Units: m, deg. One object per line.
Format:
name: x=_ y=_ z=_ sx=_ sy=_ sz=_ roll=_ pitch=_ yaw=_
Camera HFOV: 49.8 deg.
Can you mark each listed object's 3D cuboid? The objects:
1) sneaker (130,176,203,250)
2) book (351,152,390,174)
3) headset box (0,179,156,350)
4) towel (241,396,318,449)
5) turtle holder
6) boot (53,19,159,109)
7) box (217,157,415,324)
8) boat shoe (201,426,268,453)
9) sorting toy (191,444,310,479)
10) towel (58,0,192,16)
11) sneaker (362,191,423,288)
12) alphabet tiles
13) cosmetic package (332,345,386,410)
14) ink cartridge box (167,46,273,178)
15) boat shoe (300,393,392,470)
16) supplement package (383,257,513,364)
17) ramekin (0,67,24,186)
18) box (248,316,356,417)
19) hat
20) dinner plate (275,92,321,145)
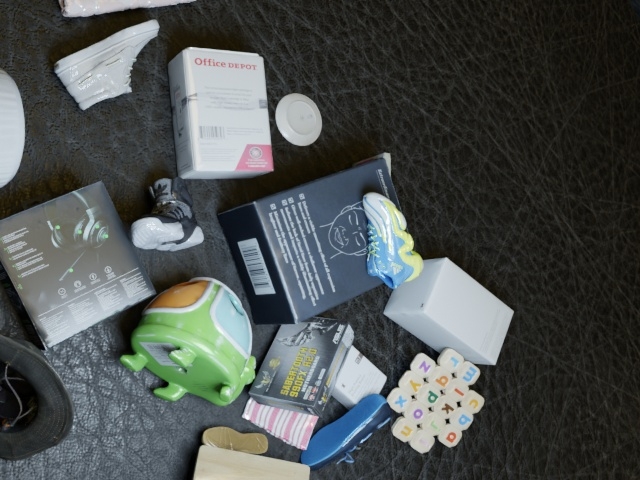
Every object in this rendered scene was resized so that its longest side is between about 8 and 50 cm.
sneaker: x=-0.343 y=-0.063 z=1.486 sx=0.101 sy=0.268 sz=0.153 roll=-17 pitch=82 yaw=9
book: x=0.133 y=-0.172 z=1.834 sx=0.035 sy=0.144 sz=0.096 roll=5 pitch=82 yaw=-32
headset box: x=-0.518 y=0.040 z=1.399 sx=0.246 sy=0.131 sz=0.283 roll=-30 pitch=100 yaw=-31
towel: x=-0.084 y=0.410 z=1.692 sx=0.197 sy=0.029 sz=0.144 roll=36 pitch=66 yaw=-24
turtle holder: x=-0.242 y=0.225 z=1.492 sx=0.320 sy=0.243 sz=0.227 roll=34 pitch=51 yaw=-19
boot: x=-0.449 y=-0.387 z=1.531 sx=0.258 sy=0.095 sz=0.123 roll=-35 pitch=109 yaw=-22
box: x=0.000 y=0.000 z=1.688 sx=0.396 sy=0.212 sz=0.293 roll=-21 pitch=95 yaw=-32
boat shoe: x=-0.205 y=0.470 z=1.589 sx=0.170 sy=0.059 sz=0.063 roll=20 pitch=52 yaw=-32
sorting toy: x=-0.172 y=0.604 z=1.502 sx=0.257 sy=0.089 sz=0.255 roll=16 pitch=60 yaw=-15
towel: x=-0.473 y=-0.677 z=1.564 sx=0.332 sy=0.053 sz=0.316 roll=-22 pitch=95 yaw=-33
sneaker: x=0.148 y=0.009 z=1.603 sx=0.126 sy=0.091 sz=0.240 roll=-42 pitch=108 yaw=-28
alphabet tiles: x=0.317 y=0.441 z=1.898 sx=0.278 sy=0.021 sz=0.284 roll=37 pitch=85 yaw=-23
cosmetic package: x=0.049 y=0.326 z=1.755 sx=0.231 sy=0.085 sz=0.117 roll=44 pitch=63 yaw=-22
ink cartridge box: x=-0.235 y=-0.293 z=1.629 sx=0.207 sy=0.117 sz=0.282 roll=-4 pitch=87 yaw=-33
boat shoe: x=0.073 y=0.491 z=1.698 sx=0.258 sy=0.109 sz=0.089 roll=-35 pitch=123 yaw=6
supplement package: x=0.358 y=0.198 z=1.913 sx=0.293 sy=0.178 sz=0.175 roll=36 pitch=67 yaw=-25
ramekin: x=-0.652 y=-0.212 z=1.276 sx=0.127 sy=0.273 sz=0.272 roll=-5 pitch=87 yaw=-45
box: x=-0.040 y=0.288 z=1.622 sx=0.231 sy=0.183 sz=0.056 roll=-63 pitch=142 yaw=-32
hat: x=-0.606 y=0.254 z=1.295 sx=0.331 sy=0.331 sz=0.134 roll=46 pitch=24 yaw=-20
dinner plate: x=-0.053 y=-0.320 z=1.811 sx=0.141 sy=0.017 sz=0.141 roll=5 pitch=82 yaw=-34
